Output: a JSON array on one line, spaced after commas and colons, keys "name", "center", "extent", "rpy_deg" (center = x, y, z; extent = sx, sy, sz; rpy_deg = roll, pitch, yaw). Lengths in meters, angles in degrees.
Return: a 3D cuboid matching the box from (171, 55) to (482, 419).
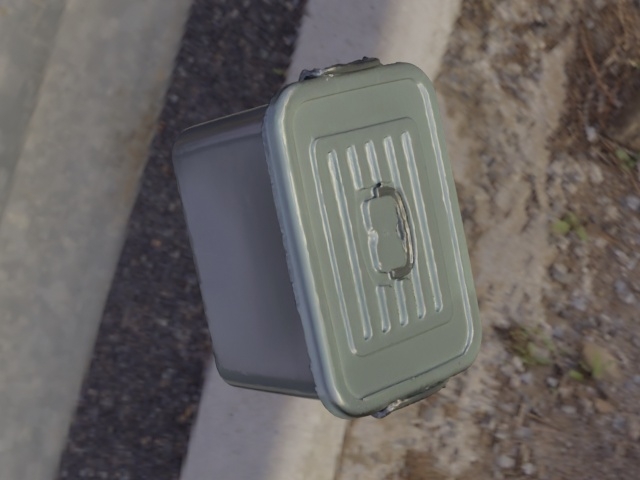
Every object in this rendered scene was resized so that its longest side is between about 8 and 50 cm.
[{"name": "box", "center": [0.000, 0.000, 0.495], "extent": [0.069, 0.084, 0.122], "rpy_deg": [-5, 99, 45]}]
